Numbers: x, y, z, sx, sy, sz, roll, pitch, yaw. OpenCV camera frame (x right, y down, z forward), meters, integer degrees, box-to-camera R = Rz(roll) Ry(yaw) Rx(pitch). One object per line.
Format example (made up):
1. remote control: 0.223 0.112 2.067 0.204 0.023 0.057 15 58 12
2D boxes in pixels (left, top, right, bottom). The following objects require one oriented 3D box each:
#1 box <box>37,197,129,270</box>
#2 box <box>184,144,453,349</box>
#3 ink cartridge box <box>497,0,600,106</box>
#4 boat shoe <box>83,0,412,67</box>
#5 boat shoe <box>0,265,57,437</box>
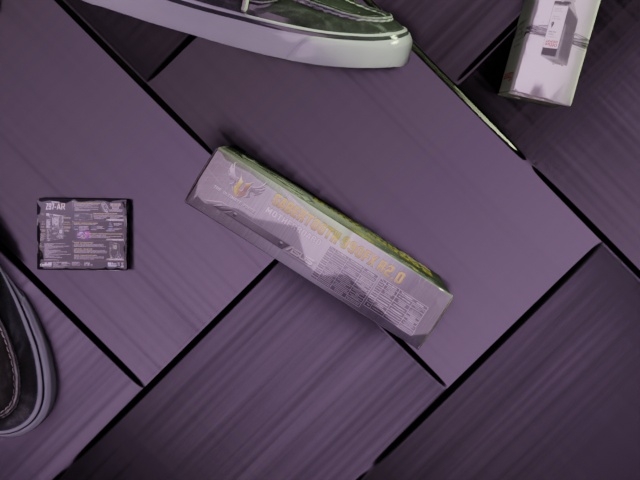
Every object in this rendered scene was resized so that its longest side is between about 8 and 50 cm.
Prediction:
1. box: -0.218 -0.006 1.421 0.083 0.018 0.067 0 94 1
2. box: 0.000 0.000 1.338 0.231 0.183 0.056 32 93 -1
3. ink cartridge box: 0.205 -0.187 1.364 0.056 0.099 0.135 15 95 -1
4. boat shoe: -0.062 -0.229 1.359 0.306 0.113 0.104 17 108 9
5. boat shoe: -0.352 0.033 1.375 0.121 0.119 0.335 -30 93 2
